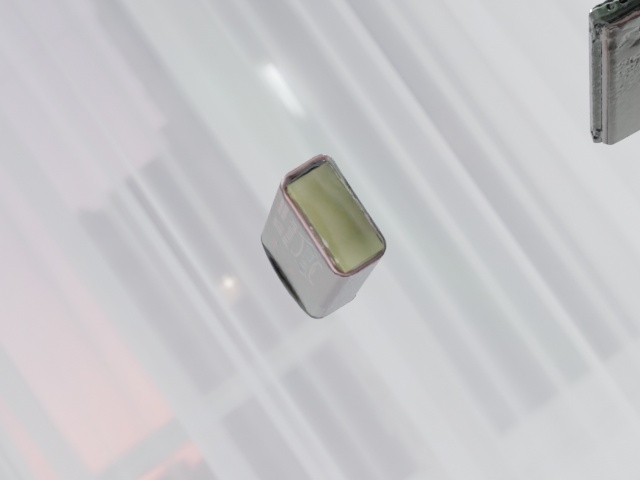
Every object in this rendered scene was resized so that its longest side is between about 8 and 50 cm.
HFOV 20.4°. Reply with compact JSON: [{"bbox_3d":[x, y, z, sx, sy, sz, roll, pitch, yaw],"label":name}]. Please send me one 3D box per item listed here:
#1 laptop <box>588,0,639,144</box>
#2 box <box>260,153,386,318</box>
[{"bbox_3d":[0.272,-0.153,1.356,0.154,0.026,0.207,-30,-23,-3],"label":"laptop"},{"bbox_3d":[0.000,0.000,1.752,0.069,0.120,0.224,-31,-6,-13],"label":"box"}]
